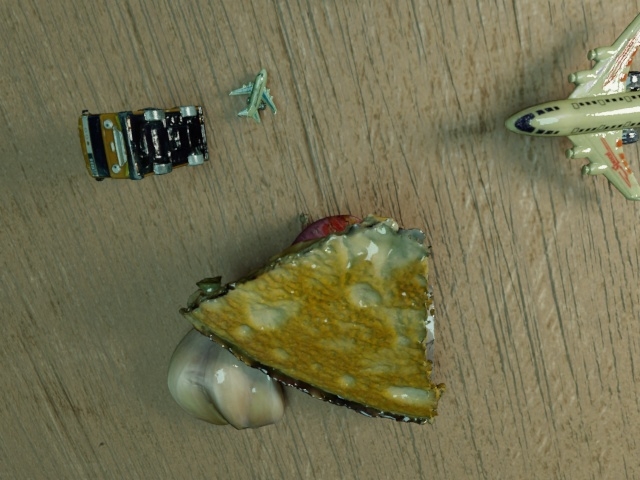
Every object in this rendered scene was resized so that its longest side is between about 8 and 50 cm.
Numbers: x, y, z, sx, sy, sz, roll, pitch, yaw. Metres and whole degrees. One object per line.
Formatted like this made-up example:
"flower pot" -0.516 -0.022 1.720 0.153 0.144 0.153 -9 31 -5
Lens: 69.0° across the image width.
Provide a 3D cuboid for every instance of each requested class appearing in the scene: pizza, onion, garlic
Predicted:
"pizza" -0.018 0.135 0.706 0.392 0.080 0.435 0 129 17
"onion" 0.000 0.000 0.746 0.150 0.150 0.140 -42 60 22
"garlic" -0.192 0.263 0.877 0.217 0.110 0.228 -11 105 20

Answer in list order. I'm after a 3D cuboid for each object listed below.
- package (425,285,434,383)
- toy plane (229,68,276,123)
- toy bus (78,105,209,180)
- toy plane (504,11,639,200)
"package" 0.094 0.191 0.808 0.204 0.062 0.251 0 111 15
"toy plane" -0.100 -0.229 0.735 0.080 0.033 0.083 24 104 6
"toy bus" -0.264 -0.154 0.708 0.114 0.201 0.098 1 108 16
"toy plane" 0.371 -0.166 0.601 0.256 0.104 0.242 -2 109 15
